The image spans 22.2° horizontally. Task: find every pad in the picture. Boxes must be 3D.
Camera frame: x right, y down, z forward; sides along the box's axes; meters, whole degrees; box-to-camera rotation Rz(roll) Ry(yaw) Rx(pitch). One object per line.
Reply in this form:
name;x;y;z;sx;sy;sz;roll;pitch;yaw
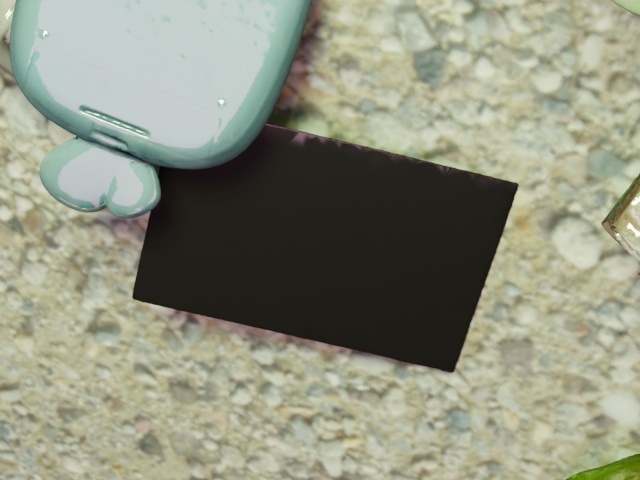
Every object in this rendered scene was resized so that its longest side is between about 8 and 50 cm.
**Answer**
pad;0.000;0.000;1.158;0.246;0.006;0.170;13;120;-4

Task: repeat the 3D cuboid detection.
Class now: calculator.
calculator;-0.105;-0.155;1.077;0.188;0.042;0.302;20;100;1

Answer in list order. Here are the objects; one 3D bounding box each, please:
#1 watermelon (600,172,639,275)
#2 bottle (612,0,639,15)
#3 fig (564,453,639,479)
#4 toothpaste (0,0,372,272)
watermelon;0.329;0.036;0.994;0.305;0.180;0.224;37;146;6
bottle;0.216;-0.214;0.819;0.352;0.229;0.229;19;124;-21
fig;0.235;0.207;1.157;0.156;0.123;0.123;0;116;31
toothpaste;-0.121;-0.089;1.151;0.323;0.066;0.100;35;116;-7
